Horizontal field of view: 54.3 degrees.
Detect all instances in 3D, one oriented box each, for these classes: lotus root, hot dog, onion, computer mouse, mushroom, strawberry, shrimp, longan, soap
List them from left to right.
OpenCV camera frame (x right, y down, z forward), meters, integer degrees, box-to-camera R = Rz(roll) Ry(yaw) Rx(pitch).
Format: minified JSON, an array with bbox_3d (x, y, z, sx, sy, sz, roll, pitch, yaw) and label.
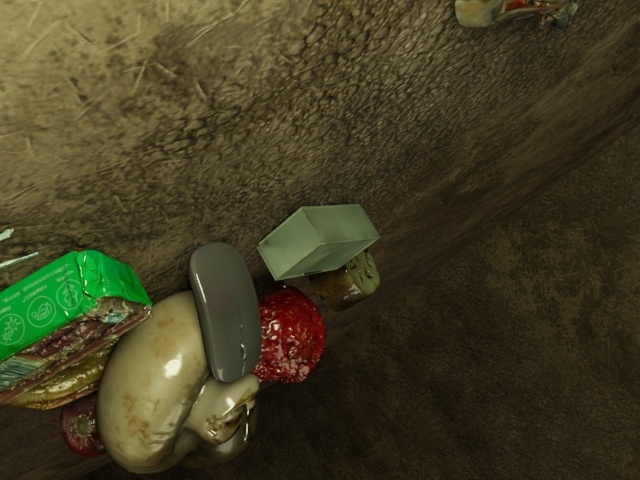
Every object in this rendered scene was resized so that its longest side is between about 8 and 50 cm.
[{"bbox_3d":[-0.381,0.124,0.831,0.273,0.098,0.218,-32,166,0],"label":"soap"},{"bbox_3d":[-0.462,0.256,1.168,0.243,0.073,0.084,-23,159,-31],"label":"hot dog"},{"bbox_3d":[-0.507,0.413,1.446,0.160,0.159,0.195,-31,169,0],"label":"onion"},{"bbox_3d":[-0.232,0.272,1.154,0.362,0.295,0.362,-57,166,-22],"label":"mushroom"},{"bbox_3d":[-0.321,0.451,1.670,0.319,0.318,0.319,-29,166,-8],"label":"longan"},{"bbox_3d":[-0.153,0.116,1.027,0.057,0.232,0.120,-9,-177,37],"label":"computer mouse"},{"bbox_3d":[-0.110,0.236,1.446,0.274,0.220,0.274,-37,-175,4],"label":"strawberry"},{"bbox_3d":[0.076,0.109,1.694,0.119,0.138,0.235,-27,175,25],"label":"lotus root"},{"bbox_3d":[0.246,-0.304,0.755,0.164,0.062,0.317,-32,162,21],"label":"shrimp"}]

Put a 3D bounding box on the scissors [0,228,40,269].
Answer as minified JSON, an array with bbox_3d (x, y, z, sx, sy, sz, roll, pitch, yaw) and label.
[{"bbox_3d":[-0.434,0.061,0.676,0.248,0.017,0.144,-29,166,-12],"label":"scissors"}]

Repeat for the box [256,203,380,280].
[{"bbox_3d":[0.000,0.000,1.221,0.129,0.086,0.225,-38,164,28],"label":"box"}]
